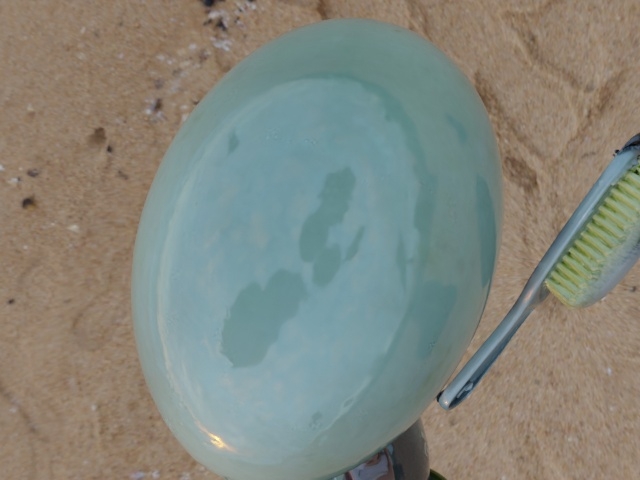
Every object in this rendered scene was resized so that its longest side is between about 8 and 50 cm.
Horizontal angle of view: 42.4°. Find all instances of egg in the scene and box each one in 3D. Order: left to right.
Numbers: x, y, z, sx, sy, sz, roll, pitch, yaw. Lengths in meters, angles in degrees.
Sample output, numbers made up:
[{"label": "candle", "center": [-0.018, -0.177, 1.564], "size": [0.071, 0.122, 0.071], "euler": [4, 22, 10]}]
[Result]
[{"label": "egg", "center": [0.000, 0.000, 0.652], "size": [0.276, 0.276, 0.389], "euler": [11, 66, 16]}]

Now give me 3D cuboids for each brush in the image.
[{"label": "brush", "center": [0.198, 0.048, 0.685], "size": [0.060, 0.068, 0.297], "euler": [43, 117, 25]}]

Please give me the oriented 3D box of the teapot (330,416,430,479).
[{"label": "teapot", "center": [0.009, 0.197, 0.913], "size": [0.233, 0.315, 0.312], "euler": [-19, 53, -11]}]

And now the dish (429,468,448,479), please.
[{"label": "dish", "center": [0.010, 0.376, 0.918], "size": [0.324, 0.324, 0.124], "euler": [-11, 101, 16]}]
